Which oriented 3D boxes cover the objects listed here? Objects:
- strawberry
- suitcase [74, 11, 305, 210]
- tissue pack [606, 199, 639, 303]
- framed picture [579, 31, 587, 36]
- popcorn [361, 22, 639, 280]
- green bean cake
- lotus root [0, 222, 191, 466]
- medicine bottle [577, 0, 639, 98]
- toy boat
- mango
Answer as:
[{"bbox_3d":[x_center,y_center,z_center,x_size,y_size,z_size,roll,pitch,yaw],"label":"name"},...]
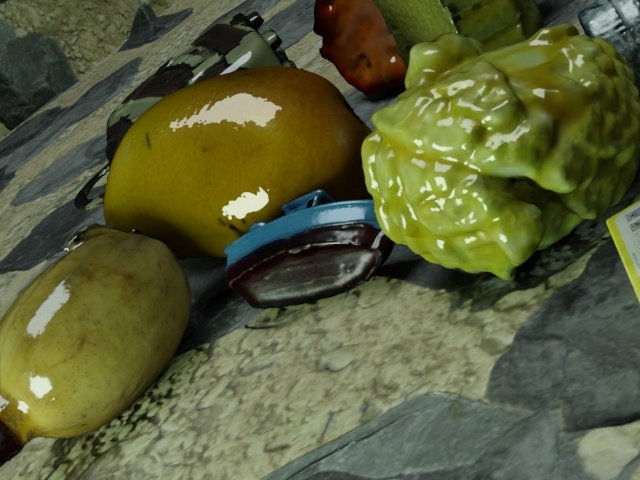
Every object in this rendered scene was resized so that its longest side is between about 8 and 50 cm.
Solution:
[{"bbox_3d":[0.133,-0.335,1.819,0.149,0.265,0.336,-30,-13,-48],"label":"strawberry"},{"bbox_3d":[-0.155,-0.118,1.802,0.339,0.194,0.351,-40,18,3],"label":"suitcase"},{"bbox_3d":[0.268,0.018,0.990,0.095,0.062,0.176,-32,20,13],"label":"tissue pack"},{"bbox_3d":[0.238,-0.186,1.482,0.296,0.019,0.232,-34,2,2],"label":"framed picture"},{"bbox_3d":[0.158,-0.079,1.224,0.256,0.195,0.255,-31,29,11],"label":"popcorn"},{"bbox_3d":[0.134,-0.281,1.616,0.124,0.236,0.233,-31,10,-13],"label":"green bean cake"},{"bbox_3d":[-0.257,0.118,1.441,0.182,0.183,0.310,-11,30,48],"label":"lotus root"},{"bbox_3d":[0.384,-0.237,1.284,0.293,0.141,0.141,-31,20,12],"label":"medicine bottle"},{"bbox_3d":[0.000,0.000,1.405,0.223,0.100,0.097,-19,42,39],"label":"toy boat"},{"bbox_3d":[-0.092,-0.077,1.544,0.317,0.211,0.173,-13,-11,14],"label":"mango"}]
